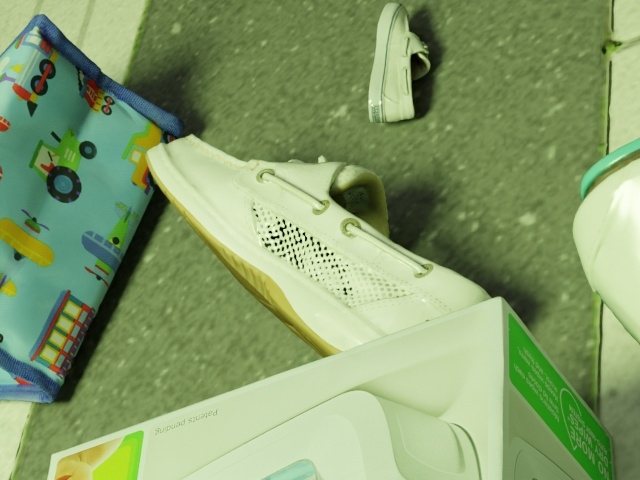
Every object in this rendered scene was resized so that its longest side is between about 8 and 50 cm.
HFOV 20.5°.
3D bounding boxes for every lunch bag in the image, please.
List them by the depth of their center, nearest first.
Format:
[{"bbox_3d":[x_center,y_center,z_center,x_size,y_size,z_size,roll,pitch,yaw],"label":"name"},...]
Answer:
[{"bbox_3d":[-0.262,0.000,1.238,0.293,0.138,0.221,-15,45,50],"label":"lunch bag"}]

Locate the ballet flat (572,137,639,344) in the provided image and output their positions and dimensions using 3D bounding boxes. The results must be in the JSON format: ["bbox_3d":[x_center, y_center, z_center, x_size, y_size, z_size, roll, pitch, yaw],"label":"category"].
[{"bbox_3d":[0.299,-0.050,0.769,0.400,0.139,0.139,-30,38,23],"label":"ballet flat"}]

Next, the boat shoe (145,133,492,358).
[{"bbox_3d":[0.000,0.000,1.004,0.096,0.098,0.277,-46,46,-5],"label":"boat shoe"}]

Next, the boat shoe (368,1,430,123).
[{"bbox_3d":[0.052,-0.113,1.118,0.035,0.035,0.100,2,46,9],"label":"boat shoe"}]

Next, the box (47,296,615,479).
[{"bbox_3d":[-0.003,0.185,0.797,0.262,0.127,0.231,-21,40,26],"label":"box"}]
